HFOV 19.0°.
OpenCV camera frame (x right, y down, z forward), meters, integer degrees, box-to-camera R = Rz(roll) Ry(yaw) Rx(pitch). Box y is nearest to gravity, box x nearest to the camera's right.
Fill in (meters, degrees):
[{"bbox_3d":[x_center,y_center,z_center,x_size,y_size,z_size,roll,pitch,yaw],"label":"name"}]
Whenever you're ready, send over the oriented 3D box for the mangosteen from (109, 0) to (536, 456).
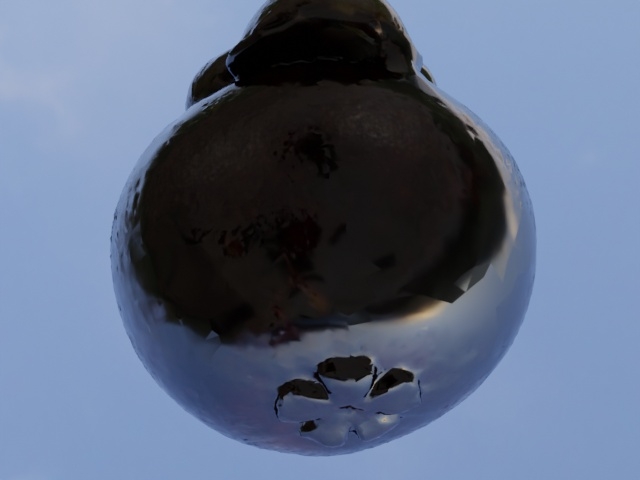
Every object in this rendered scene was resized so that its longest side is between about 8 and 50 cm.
[{"bbox_3d":[0.000,0.000,0.890,0.209,0.210,0.210,0,-127,0],"label":"mangosteen"}]
